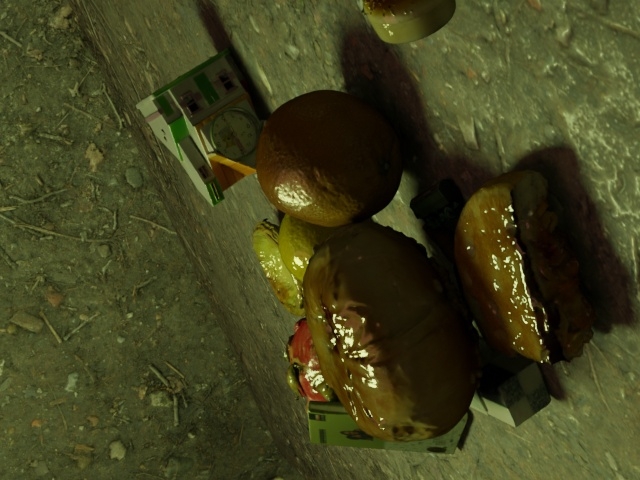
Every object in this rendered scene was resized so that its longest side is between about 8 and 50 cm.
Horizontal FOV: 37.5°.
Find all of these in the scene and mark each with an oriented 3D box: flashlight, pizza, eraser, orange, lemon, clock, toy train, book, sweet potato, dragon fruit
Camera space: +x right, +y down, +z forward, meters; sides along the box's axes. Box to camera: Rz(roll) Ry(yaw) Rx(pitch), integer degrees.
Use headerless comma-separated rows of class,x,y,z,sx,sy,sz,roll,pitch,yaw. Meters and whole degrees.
flashlight,0.266,0.087,1.692,0.035,0.057,0.121,-5,112,32
pizza,0.301,0.057,1.410,0.278,0.114,0.409,47,159,38
eraser,0.276,0.245,1.809,0.096,0.098,0.404,64,162,-15
orange,0.018,-0.140,1.660,0.264,0.264,0.264,51,161,25
lemon,0.000,0.000,2.040,0.187,0.186,0.244,93,177,-61
clock,-0.240,-0.256,2.207,0.310,0.235,0.166,59,156,-13
toy train,0.202,-0.059,1.619,0.071,0.038,0.148,59,162,1
book,0.149,0.431,2.146,0.239,0.352,0.035,87,-174,-59
sweet potato,0.234,0.017,1.651,0.179,0.044,0.044,43,157,42
dragon fruit,0.046,0.309,2.232,0.250,0.269,0.291,-28,-72,-70

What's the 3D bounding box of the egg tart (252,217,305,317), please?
egg tart,-0.073,0.061,2.447,0.294,0.123,0.294,53,160,30

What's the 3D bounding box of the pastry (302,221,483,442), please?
pastry,0.127,0.156,1.646,0.410,0.245,0.410,57,161,33

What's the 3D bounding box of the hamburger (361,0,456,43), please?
hamburger,0.116,-0.330,1.277,0.141,0.126,0.081,-108,-9,-56
